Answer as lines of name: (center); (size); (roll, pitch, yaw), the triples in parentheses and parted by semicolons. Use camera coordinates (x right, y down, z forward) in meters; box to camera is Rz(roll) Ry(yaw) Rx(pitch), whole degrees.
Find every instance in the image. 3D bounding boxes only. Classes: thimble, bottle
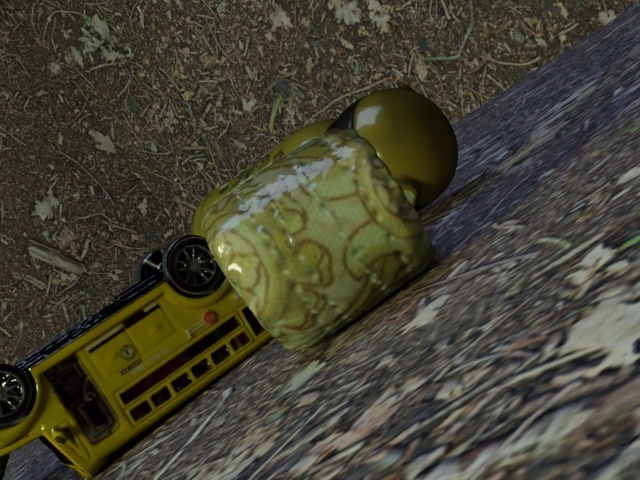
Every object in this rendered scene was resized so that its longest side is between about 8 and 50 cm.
thimble: (0.000, 0.000, 0.808); (0.143, 0.137, 0.190); (-35, -8, 1)
bottle: (0.009, -0.055, 1.186); (0.351, 0.171, 0.171); (-32, 5, 43)

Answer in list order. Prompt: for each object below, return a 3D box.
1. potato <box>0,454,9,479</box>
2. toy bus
potato: (-0.474, 0.300, 1.125); (0.330, 0.212, 0.280); (-27, 20, -12)
toy bus: (-0.207, 0.124, 1.012); (0.331, 0.151, 0.145); (-35, 9, -23)
